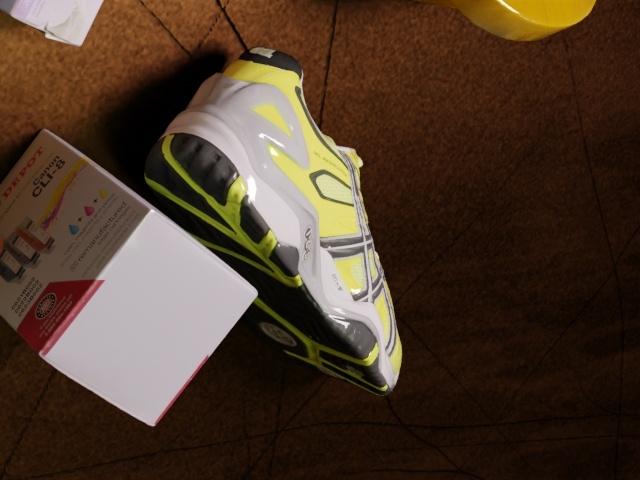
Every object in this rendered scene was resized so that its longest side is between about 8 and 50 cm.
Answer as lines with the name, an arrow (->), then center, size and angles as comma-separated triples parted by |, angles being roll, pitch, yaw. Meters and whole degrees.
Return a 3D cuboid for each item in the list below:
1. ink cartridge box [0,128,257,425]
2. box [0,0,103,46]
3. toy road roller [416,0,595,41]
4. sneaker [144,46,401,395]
ink cartridge box -> -0.164, 0.024, 1.027 | 0.128, 0.176, 0.127 | -53, 132, -3
box -> -0.130, -0.292, 0.953 | 0.063, 0.067, 0.324 | 21, 99, -45
toy road roller -> 0.138, -0.319, 1.098 | 0.202, 0.240, 0.330 | 4, 74, -40
sneaker -> 0.000, 0.000, 1.175 | 0.147, 0.145, 0.385 | -59, 146, -23
